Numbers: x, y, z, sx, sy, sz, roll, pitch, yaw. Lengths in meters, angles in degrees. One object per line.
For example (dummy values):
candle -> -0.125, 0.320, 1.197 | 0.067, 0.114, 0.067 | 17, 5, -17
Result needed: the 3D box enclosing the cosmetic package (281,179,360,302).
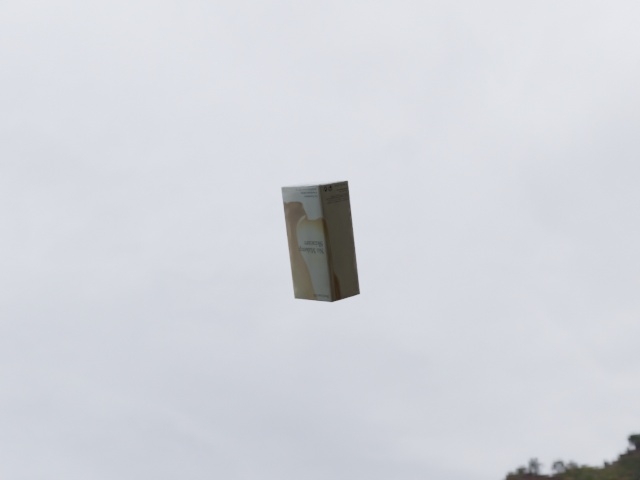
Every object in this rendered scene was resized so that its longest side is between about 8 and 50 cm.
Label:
cosmetic package -> 0.000, 0.000, 0.832 | 0.041, 0.115, 0.060 | -13, 8, -42
